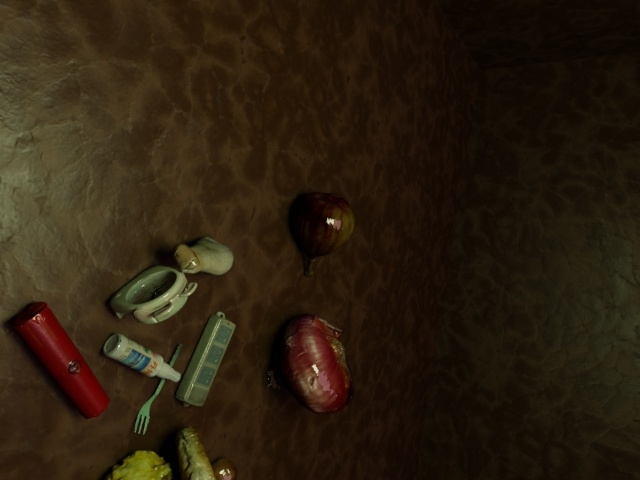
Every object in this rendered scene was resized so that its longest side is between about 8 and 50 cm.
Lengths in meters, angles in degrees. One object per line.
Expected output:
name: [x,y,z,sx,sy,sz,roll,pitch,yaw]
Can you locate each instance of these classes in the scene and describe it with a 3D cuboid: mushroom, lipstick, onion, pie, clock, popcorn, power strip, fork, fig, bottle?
mushroom: [-0.284,0.708,1.368,0.129,0.073,0.088,55,23,-46]
lipstick: [-0.536,0.256,0.947,0.073,0.073,0.279,-44,128,-41]
onion: [-0.043,0.424,1.521,0.347,0.286,0.347,-23,90,-82]
pie: [-0.310,0.626,1.152,0.093,0.315,0.314,-14,109,-24]
clock: [-0.375,0.129,1.039,0.151,0.191,0.062,-46,130,-39]
popcorn: [-0.430,0.611,1.086,0.198,0.156,0.197,14,72,-51]
mushroom: [-0.296,0.049,1.155,0.093,0.116,0.225,-52,178,14]
power strip: [-0.318,0.333,1.270,0.078,0.052,0.271,43,62,-47]
fork: [-0.417,0.378,1.173,0.039,0.021,0.234,49,56,-50]
fig: [0.000,0.000,1.545,0.217,0.217,0.320,-26,135,-49]
bottle: [-0.425,0.295,1.106,0.217,0.060,0.060,48,58,-43]
